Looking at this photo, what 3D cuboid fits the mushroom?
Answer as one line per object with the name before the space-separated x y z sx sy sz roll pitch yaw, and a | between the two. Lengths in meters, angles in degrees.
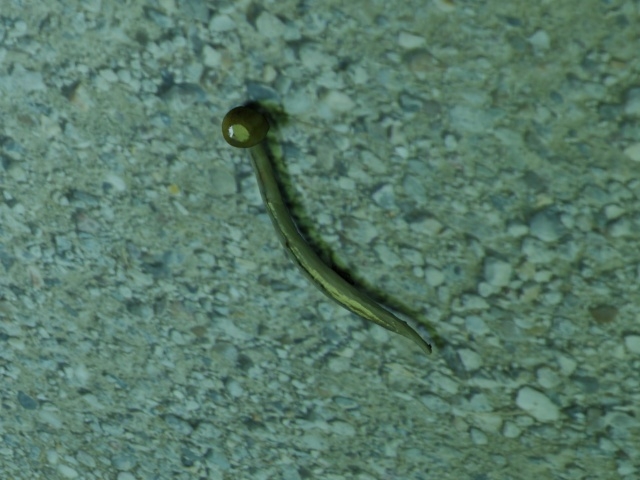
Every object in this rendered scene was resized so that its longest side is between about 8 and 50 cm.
mushroom | -0.002 0.002 1.290 0.306 0.043 0.068 54 156 -22
